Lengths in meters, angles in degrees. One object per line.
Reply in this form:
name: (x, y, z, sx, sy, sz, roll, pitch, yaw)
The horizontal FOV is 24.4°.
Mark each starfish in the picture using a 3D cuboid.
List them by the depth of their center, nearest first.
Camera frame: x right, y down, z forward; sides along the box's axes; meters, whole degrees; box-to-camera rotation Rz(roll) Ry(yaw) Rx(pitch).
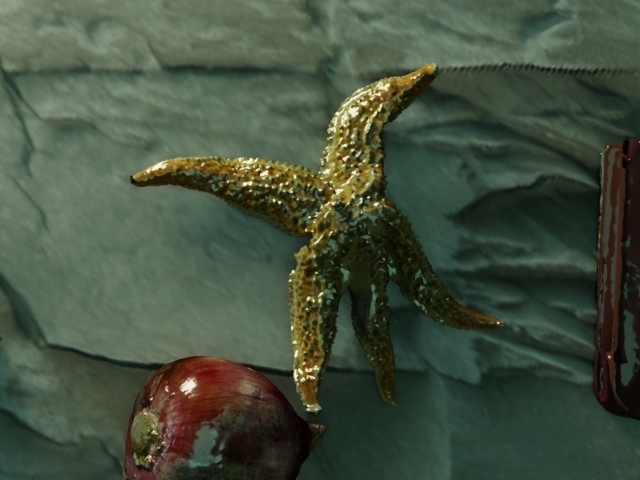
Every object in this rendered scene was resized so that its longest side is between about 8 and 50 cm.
starfish: (0.016, 0.021, 1.357, 0.302, 0.084, 0.293, -20, 92, -10)

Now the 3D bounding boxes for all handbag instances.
handbag: (0.390, 0.040, 1.404, 0.260, 0.084, 0.275, 4, 90, -4)

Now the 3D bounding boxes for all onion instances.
onion: (-0.077, 0.181, 1.323, 0.195, 0.159, 0.159, 5, 90, -31)
